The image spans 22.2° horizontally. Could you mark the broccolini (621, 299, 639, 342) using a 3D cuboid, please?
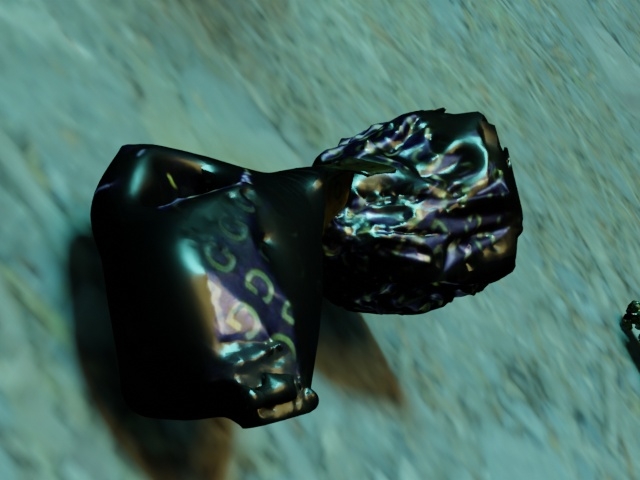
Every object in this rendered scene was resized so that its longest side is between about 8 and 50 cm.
[{"bbox_3d":[0.182,0.037,0.710,0.054,0.052,0.194,63,23,11],"label":"broccolini"}]

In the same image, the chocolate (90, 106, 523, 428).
[{"bbox_3d":[-0.003,-0.002,0.391,0.072,0.070,0.147,31,16,18],"label":"chocolate"}]
